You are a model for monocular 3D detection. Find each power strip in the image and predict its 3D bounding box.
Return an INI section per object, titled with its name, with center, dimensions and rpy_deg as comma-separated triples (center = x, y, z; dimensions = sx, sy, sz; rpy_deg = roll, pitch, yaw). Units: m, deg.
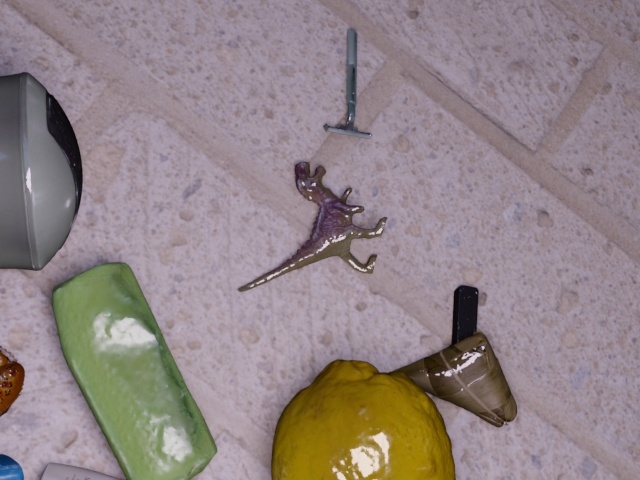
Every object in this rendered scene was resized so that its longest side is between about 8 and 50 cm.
[power strip]
center = 0.244, 0.132, 1.551
dimensions = 0.037, 0.029, 0.111
rpy_deg = 12, 67, -11

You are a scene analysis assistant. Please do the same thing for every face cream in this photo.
[face cream]
center = -0.310, 0.370, 1.304
dimensions = 0.182, 0.051, 0.072
rpy_deg = 25, 64, -8

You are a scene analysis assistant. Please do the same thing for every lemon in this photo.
[lemon]
center = 0.061, 0.340, 1.308
dimensions = 0.285, 0.285, 0.316
rpy_deg = 20, 75, -9

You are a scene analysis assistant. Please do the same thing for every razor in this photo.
[razor]
center = 0.054, -0.283, 1.629
dimensions = 0.084, 0.036, 0.211
rpy_deg = 8, 71, -15

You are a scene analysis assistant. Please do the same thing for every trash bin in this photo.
[trash bin]
center = -0.551, -0.088, 1.265
dimensions = 0.431, 0.280, 0.281
rpy_deg = -4, 74, -15

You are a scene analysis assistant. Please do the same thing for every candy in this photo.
[candy]
center = -0.274, 0.199, 1.332
dimensions = 0.142, 0.132, 0.344
rpy_deg = -27, 79, -2

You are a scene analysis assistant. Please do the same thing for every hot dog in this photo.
[hot dog]
center = -0.484, 0.213, 1.261
dimensions = 0.108, 0.059, 0.191
rpy_deg = 41, 34, -5

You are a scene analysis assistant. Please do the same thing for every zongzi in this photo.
[zongzi]
center = 0.219, 0.252, 1.493
dimensions = 0.176, 0.078, 0.160
rpy_deg = -26, 95, 3

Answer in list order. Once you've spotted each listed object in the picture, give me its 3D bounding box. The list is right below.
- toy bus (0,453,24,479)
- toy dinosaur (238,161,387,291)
[toy bus]
center = -0.511, 0.352, 1.178
dimensions = 0.246, 0.113, 0.134
rpy_deg = 1, 90, -33
[toy dinosaur]
center = 0.000, 0.000, 1.517
dimensions = 0.199, 0.072, 0.252
rpy_deg = 18, 80, 1
